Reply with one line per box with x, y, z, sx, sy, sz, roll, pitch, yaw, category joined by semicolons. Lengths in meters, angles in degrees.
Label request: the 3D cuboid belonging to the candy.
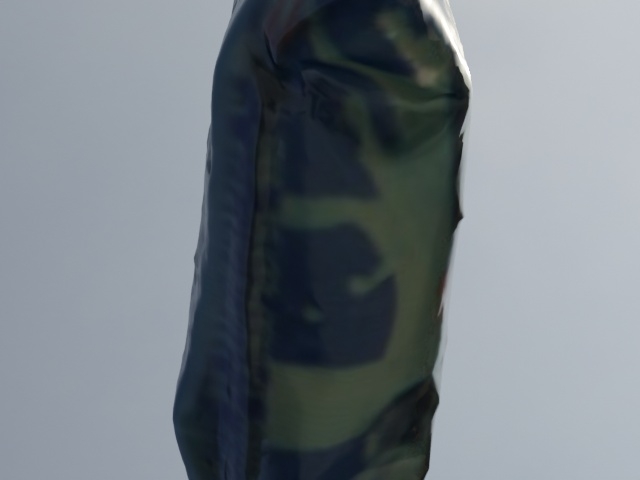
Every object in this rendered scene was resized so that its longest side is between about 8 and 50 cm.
0.000;0.000;0.590;0.077;0.187;0.331;5;-58;0;candy
